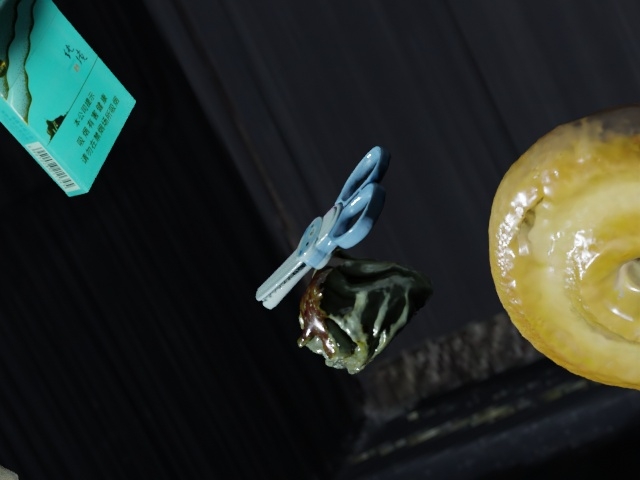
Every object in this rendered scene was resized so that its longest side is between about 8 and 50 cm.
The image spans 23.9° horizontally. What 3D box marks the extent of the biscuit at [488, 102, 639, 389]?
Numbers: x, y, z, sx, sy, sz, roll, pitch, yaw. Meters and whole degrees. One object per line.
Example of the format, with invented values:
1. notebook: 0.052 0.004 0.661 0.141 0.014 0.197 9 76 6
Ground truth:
1. biscuit: 0.293 0.016 1.331 0.296 0.296 0.102 -22 -152 25

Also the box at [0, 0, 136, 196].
1. box: -0.326 -0.186 1.802 0.042 0.226 0.161 -10 -138 34

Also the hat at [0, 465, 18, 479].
1. hat: -0.364 0.264 1.362 0.175 0.147 0.085 17 176 -27

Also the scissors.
1. scissors: 0.000 0.000 1.681 0.256 0.030 0.125 -45 -158 41

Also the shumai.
1. shumai: 0.041 0.072 1.892 0.184 0.142 0.184 -48 -176 4
